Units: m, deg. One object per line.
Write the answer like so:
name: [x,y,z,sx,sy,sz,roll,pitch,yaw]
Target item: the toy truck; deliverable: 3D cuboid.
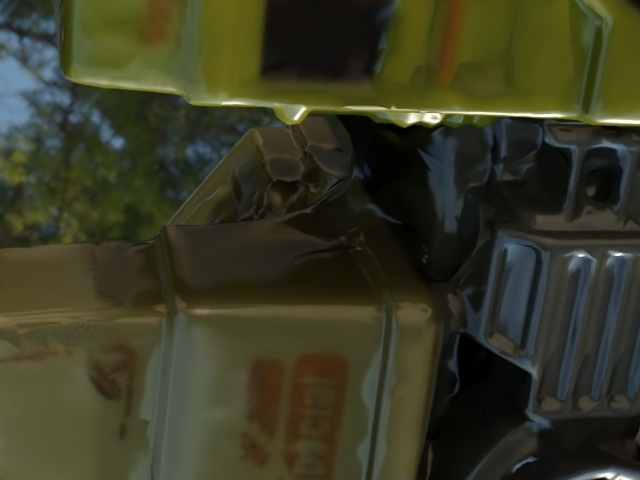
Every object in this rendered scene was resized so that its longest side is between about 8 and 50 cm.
toy truck: [0.000,0.000,0.476,0.253,0.405,0.181,0,-153,-15]
